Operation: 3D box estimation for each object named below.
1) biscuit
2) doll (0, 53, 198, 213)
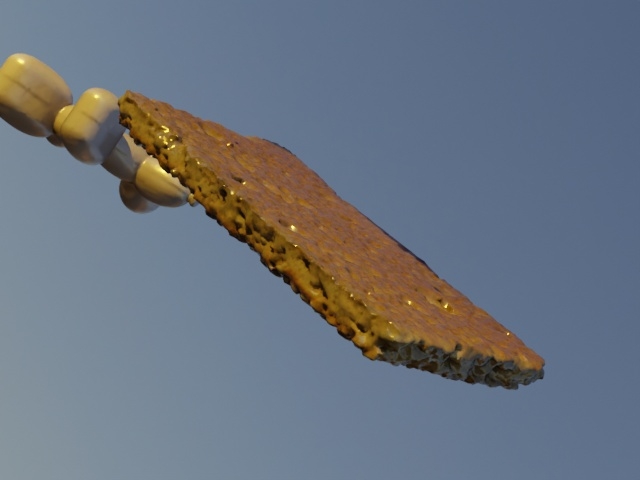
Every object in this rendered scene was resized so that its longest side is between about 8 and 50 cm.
[{"bbox_3d":[0.000,0.000,0.672,0.231,0.131,0.025,42,-73,40],"label":"biscuit"},{"bbox_3d":[-0.173,-0.076,1.113,0.161,0.059,0.160,25,-11,33],"label":"doll"}]
